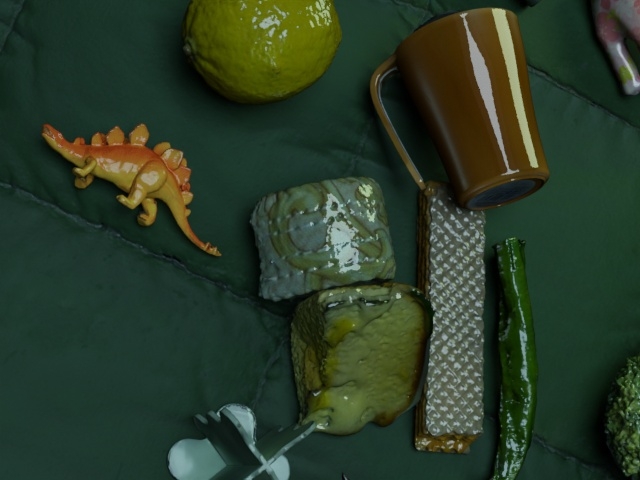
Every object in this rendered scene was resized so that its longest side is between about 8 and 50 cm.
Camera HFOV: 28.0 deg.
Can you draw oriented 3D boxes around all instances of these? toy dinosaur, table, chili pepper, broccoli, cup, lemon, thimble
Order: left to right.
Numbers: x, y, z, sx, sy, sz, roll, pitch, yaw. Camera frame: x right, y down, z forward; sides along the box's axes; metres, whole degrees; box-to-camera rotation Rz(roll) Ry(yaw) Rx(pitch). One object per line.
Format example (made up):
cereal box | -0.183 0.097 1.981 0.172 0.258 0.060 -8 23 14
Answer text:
toy dinosaur | -0.232 -0.088 1.686 0.288 0.070 0.117 30 72 -16
table | -0.092 0.279 1.589 0.166 0.198 0.167 3 79 -17
lemon | -0.078 -0.276 1.703 0.231 0.192 0.192 -23 88 -25
thimble | 0.000 0.000 1.709 0.190 0.137 0.144 -11 84 -2
cup | 0.195 -0.178 1.774 0.226 0.182 0.264 -18 74 11
chili pepper | 0.266 0.175 1.791 0.076 0.085 0.359 1 78 11
broccoli | 0.498 0.253 1.804 0.198 0.176 0.226 24 88 -17

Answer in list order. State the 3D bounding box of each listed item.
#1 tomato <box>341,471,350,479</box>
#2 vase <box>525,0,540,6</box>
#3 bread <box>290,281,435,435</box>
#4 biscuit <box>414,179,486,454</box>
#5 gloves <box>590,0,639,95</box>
tomato | 0.059 0.426 1.578 0.255 0.256 0.224 25 48 -12
vase | 0.267 -0.455 1.906 0.219 0.096 0.096 42 70 -4
bread | 0.044 0.132 1.702 0.174 0.252 0.133 -9 39 -18
biscuit | 0.179 0.104 1.788 0.094 0.054 0.379 6 78 -17
gloves | 0.505 -0.317 1.944 0.145 0.126 0.241 -30 82 -26
